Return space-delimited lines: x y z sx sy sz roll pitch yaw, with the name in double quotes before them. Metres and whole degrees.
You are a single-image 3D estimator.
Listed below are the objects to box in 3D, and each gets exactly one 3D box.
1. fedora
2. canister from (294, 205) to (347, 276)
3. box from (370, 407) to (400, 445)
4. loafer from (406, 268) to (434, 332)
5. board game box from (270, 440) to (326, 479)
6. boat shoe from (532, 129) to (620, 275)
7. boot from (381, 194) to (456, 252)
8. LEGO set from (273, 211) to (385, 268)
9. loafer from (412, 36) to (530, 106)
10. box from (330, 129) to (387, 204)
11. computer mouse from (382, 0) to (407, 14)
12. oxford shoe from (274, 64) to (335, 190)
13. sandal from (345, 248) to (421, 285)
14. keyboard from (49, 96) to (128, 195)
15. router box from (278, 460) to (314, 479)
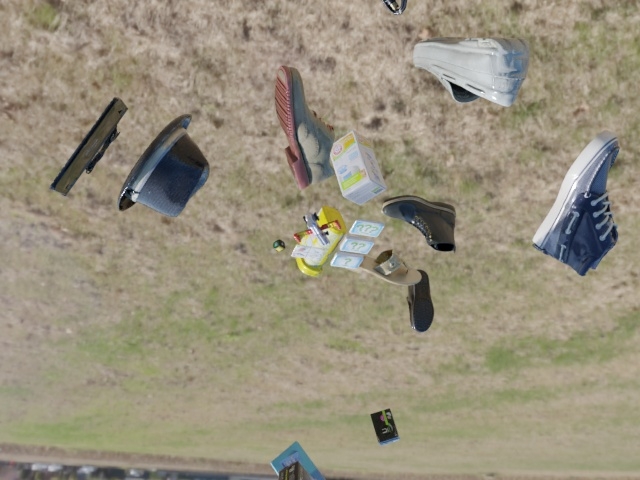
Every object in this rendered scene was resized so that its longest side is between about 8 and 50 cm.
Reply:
"fedora" -0.391 -0.172 1.555 0.152 0.334 0.334 37 148 -10
"canister" 0.000 0.000 1.677 0.073 0.126 0.170 17 122 -27
"box" 0.185 0.533 1.673 0.062 0.083 0.052 -19 148 3
"loafer" 0.335 0.211 1.996 0.080 0.220 0.078 13 153 -16
"board game box" -0.015 0.617 1.402 0.079 0.254 0.336 -36 164 -16
"boat shoe" 0.631 -0.074 1.343 0.127 0.158 0.341 -25 143 -32
"boot" 0.256 -0.040 1.507 0.197 0.137 0.077 5 142 0
"LEGO set" 0.016 0.011 1.425 0.244 0.060 0.182 9 139 -19
"loafer" 0.249 -0.302 1.040 0.111 0.112 0.319 -3 -160 -14
"box" 0.118 -0.237 1.905 0.114 0.203 0.103 -30 150 27
"computer mouse" 0.059 -0.471 0.960 0.242 0.041 0.071 50 130 1
"oxford shoe" -0.034 -0.293 1.491 0.130 0.123 0.348 -18 136 -8
"sandal" 0.184 0.059 1.663 0.239 0.088 0.079 13 127 -4
"keyboard" -0.653 -0.265 1.673 0.033 0.317 0.201 34 173 -3
"router box" -0.021 0.389 0.828 0.038 0.122 0.092 -33 108 9
